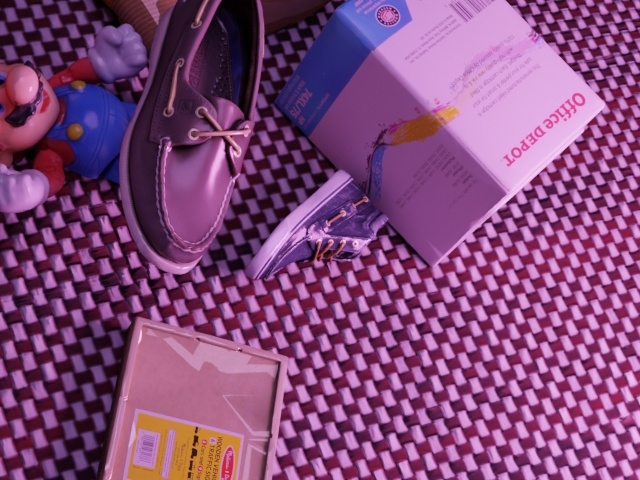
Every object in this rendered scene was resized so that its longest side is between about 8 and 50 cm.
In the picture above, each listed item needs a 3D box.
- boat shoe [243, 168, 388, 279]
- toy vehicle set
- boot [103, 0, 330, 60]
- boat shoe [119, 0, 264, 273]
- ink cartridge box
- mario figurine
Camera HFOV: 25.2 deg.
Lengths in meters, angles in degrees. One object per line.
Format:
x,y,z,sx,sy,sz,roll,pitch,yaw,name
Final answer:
0.000,0.000,1.554,0.083,0.065,0.183,43,55,3,boat shoe
-0.130,0.217,1.400,0.166,0.035,0.266,17,59,-15,toy vehicle set
-0.126,-0.336,1.650,0.295,0.104,0.211,-22,75,-27,boot
-0.118,-0.123,1.430,0.117,0.097,0.324,28,53,-31,boat shoe
0.132,-0.154,1.613,0.270,0.197,0.198,47,55,5,ink cartridge box
-0.246,-0.122,1.439,0.321,0.170,0.198,11,26,-27,mario figurine
